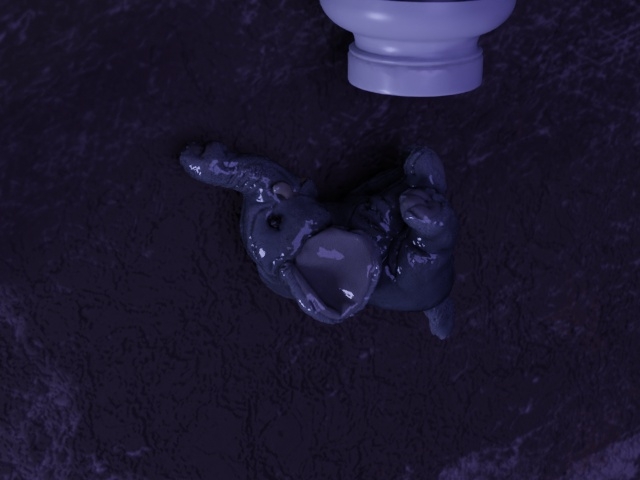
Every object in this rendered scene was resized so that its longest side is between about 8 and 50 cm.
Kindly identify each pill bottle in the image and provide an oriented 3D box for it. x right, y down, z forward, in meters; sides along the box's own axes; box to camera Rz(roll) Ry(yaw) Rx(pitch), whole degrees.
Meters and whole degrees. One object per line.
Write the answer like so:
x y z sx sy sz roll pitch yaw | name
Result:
0.089 -0.300 1.784 0.182 0.181 0.322 -8 110 -24 | pill bottle

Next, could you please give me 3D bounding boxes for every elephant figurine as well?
0.000 0.000 1.873 0.239 0.186 0.169 -12 155 -12 | elephant figurine
